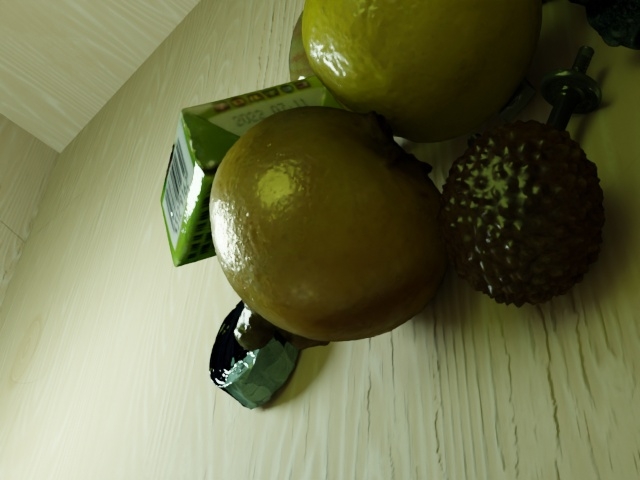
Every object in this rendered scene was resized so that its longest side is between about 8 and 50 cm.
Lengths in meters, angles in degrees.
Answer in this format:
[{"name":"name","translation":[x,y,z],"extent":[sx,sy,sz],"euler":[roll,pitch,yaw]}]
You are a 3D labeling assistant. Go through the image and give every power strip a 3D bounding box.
[{"name":"power strip","translation":[0.264,-0.246,1.647],"extent":[0.060,0.027,0.252],"euler":[-47,24,18]}]

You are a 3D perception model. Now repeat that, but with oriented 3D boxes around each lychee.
[{"name":"lychee","translation":[0.223,-0.037,1.244],"extent":[0.200,0.200,0.238],"euler":[-45,43,20]}]

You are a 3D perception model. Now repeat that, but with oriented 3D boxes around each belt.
[{"name":"belt","translation":[-0.097,0.167,1.702],"extent":[0.151,0.078,0.198],"euler":[-34,29,30]}]

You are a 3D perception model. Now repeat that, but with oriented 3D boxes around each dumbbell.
[{"name":"dumbbell","translation":[0.296,-0.144,1.385],"extent":[0.082,0.082,0.254],"euler":[-13,47,57]}]

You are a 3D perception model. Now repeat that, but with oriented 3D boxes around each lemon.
[{"name":"lemon","translation":[0.141,-0.303,1.516],"extent":[0.348,0.348,0.348],"euler":[-42,26,26]}]

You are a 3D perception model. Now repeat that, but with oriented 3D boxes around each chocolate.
[{"name":"chocolate","translation":[-0.096,-0.109,1.700],"extent":[0.137,0.289,0.301],"euler":[64,154,19]}]

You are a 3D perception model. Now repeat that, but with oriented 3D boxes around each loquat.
[{"name":"loquat","translation":[0.000,0.000,1.445],"extent":[0.359,0.328,0.328],"euler":[-54,23,16]}]

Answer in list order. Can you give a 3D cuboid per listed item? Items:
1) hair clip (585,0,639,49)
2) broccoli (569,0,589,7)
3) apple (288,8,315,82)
[{"name":"hair clip","translation":[0.412,-0.335,1.265],"extent":[0.194,0.206,0.310],"euler":[-58,22,-19]},{"name":"broccoli","translation":[0.352,-0.453,1.616],"extent":[0.245,0.248,0.288],"euler":[84,-159,-70]},{"name":"apple","translation":[0.077,-0.295,1.808],"extent":[0.234,0.256,0.256],"euler":[-4,47,21]}]
